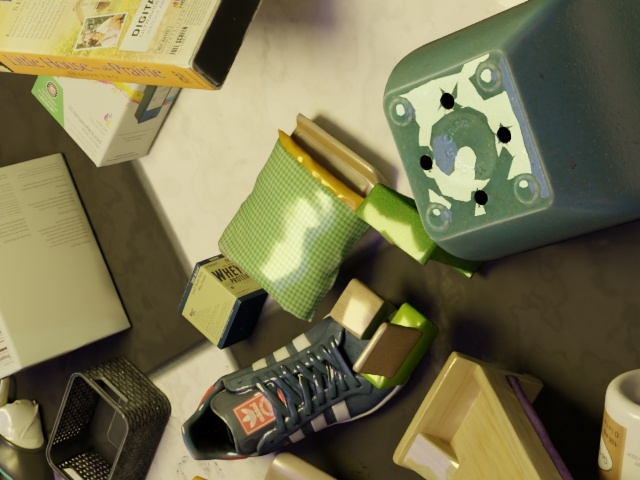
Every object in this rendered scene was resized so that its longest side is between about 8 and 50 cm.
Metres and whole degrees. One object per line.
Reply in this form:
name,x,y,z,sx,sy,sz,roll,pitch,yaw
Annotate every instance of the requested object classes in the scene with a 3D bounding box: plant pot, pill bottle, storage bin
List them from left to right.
storage bin,-0.297,0.266,2.028,0.122,0.084,0.180,39,126,24
plant pot,0.202,-0.107,1.377,0.248,0.252,0.247,-18,92,42
pill bottle,0.340,0.255,1.453,0.131,0.131,0.229,17,114,36

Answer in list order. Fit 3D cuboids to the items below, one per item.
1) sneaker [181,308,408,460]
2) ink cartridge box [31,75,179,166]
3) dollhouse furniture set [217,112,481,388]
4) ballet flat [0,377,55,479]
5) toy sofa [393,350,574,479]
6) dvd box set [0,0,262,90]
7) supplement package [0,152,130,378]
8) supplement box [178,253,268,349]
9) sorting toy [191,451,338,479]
sneaker,-0.036,0.185,1.738,0.350,0.148,0.131,-37,79,41
ink cartridge box,-0.257,-0.224,1.836,0.154,0.093,0.212,48,126,20
dollhouse furniture set,0.000,0.000,1.607,0.301,0.151,0.197,38,100,27
ballet flat,-0.484,0.258,2.183,0.280,0.095,0.096,42,114,23
toy sofa,0.215,0.274,1.450,0.150,0.177,0.362,-64,20,18
dvd box set,-0.225,-0.325,1.680,0.421,0.062,0.307,9,68,38
supplement package,-0.434,0.049,1.998,0.198,0.199,0.262,-23,88,42
supplement box,-0.123,0.076,1.839,0.083,0.056,0.083,40,126,24
sorting toy,-0.002,0.371,1.799,0.348,0.047,0.196,28,119,13
